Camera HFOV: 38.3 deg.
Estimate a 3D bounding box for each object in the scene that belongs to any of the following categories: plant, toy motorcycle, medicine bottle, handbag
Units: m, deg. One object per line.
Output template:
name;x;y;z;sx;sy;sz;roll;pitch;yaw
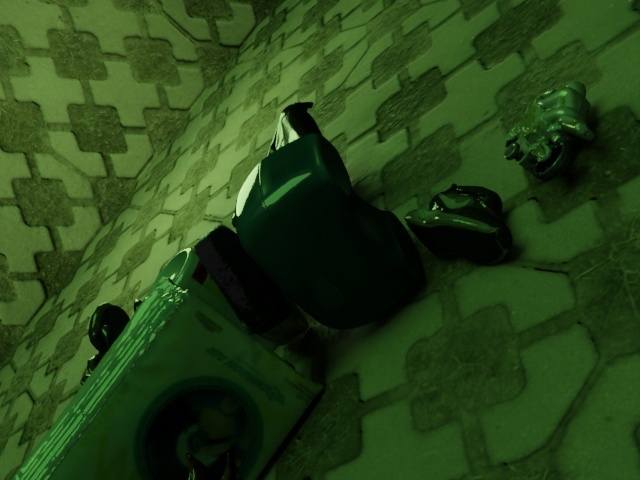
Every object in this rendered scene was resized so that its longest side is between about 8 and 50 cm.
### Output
plant;-0.291;0.243;1.578;0.188;0.276;0.199;-5;38;17
toy motorcycle;0.336;-0.163;1.332;0.151;0.074;0.229;-51;12;12
medicine bottle;-0.190;0.128;1.663;0.139;0.225;0.139;-41;23;22
handbag;-0.025;-0.105;1.792;0.275;0.178;0.302;-61;18;13

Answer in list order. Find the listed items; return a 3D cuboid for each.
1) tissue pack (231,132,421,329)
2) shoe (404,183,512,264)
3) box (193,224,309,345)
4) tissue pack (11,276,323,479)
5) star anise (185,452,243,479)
tissue pack;0.000;0.000;1.418;0.206;0.287;0.198;-37;29;16
shoe;0.214;-0.036;1.341;0.112;0.099;0.227;-48;20;-15
box;-0.108;0.079;1.504;0.071;0.168;0.259;-35;-15;0
tissue pack;-0.230;0.292;1.397;0.388;0.287;0.162;-54;21;-9
star anise;-0.135;0.409;1.242;0.272;0.102;0.272;-9;77;42
